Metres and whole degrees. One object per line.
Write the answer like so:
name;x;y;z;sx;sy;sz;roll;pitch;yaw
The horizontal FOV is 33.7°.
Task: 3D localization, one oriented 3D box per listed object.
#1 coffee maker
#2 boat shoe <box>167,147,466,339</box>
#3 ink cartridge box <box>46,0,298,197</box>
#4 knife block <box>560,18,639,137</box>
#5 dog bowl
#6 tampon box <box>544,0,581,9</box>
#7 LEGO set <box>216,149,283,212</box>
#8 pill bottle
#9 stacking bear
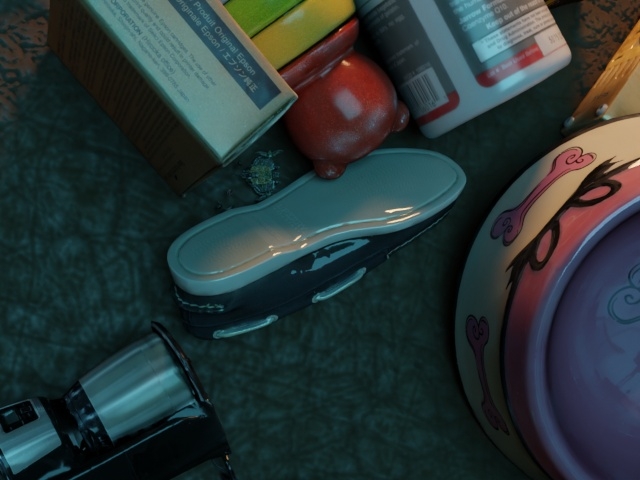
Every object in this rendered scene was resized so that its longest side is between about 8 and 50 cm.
coffee maker;-0.176;0.184;0.904;0.178;0.120;0.171;-29;94;-16
boat shoe;0.000;0.000;0.990;0.302;0.114;0.091;-19;134;-18
ink cartridge box;-0.134;-0.145;0.885;0.088;0.234;0.193;-43;98;-15
knife block;0.391;-0.094;1.112;0.242;0.088;0.276;39;76;-11
dog bowl;0.336;0.088;0.985;0.407;0.150;0.408;-1;101;-6
tampon box;0.232;-0.324;1.068;0.101;0.120;0.161;-17;90;-18
LEGO set;-0.065;-0.054;1.012;0.083;0.023;0.054;-34;93;-3
pill bottle;0.104;-0.256;1.004;0.161;0.161;0.283;-30;94;-17
stacking bear;-0.037;-0.196;0.966;0.175;0.164;0.289;-39;101;-16
